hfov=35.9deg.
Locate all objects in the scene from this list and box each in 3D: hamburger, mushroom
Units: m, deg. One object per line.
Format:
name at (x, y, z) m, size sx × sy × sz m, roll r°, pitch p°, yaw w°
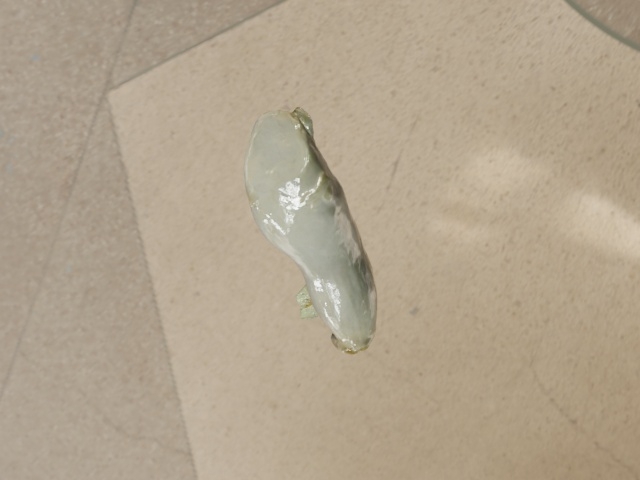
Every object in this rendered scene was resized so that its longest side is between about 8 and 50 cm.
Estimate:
hamburger at (0.021, 0.058, 1.315) m, size 0.054 × 0.084 × 0.121 m, roll 50°, pitch 140°, yaw 1°
mushroom at (0.001, -0.001, 1.125) m, size 0.097 × 0.109 × 0.351 m, roll -6°, pitch 136°, yaw 21°
